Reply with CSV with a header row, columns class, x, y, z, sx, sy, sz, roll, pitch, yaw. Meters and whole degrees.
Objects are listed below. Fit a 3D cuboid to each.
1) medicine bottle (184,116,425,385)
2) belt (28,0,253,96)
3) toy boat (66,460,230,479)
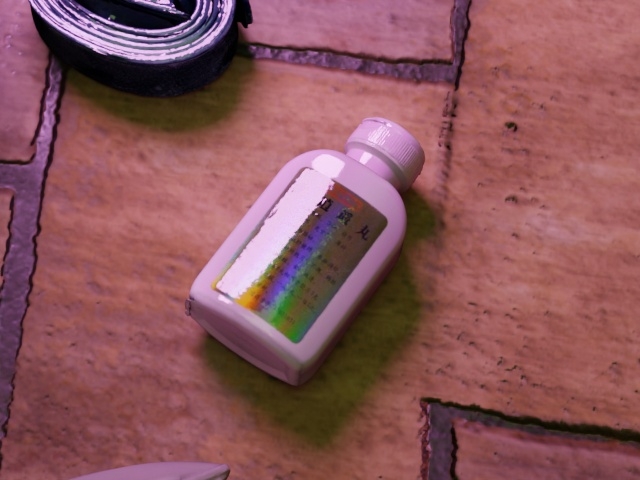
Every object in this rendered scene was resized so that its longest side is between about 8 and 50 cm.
class,x,y,z,sx,sy,sz,roll,pitch,yaw
medicine bottle,0.000,0.000,1.569,0.115,0.078,0.219,33,68,12
belt,-0.152,-0.201,1.641,0.190,0.082,0.141,26,73,8
toy boat,-0.186,0.239,1.426,0.270,0.141,0.140,-11,68,-11
